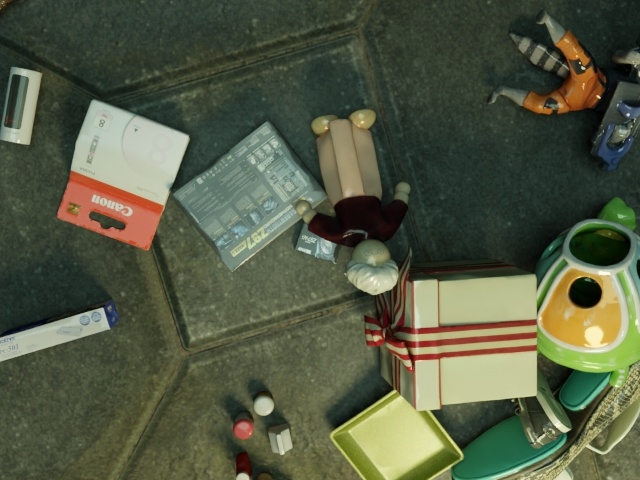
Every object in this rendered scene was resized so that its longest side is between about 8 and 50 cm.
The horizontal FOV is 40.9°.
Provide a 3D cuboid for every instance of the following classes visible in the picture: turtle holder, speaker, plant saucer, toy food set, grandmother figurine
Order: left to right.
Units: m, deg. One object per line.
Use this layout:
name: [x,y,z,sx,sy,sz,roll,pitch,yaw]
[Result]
speaker: [-0.544,-0.243,1.556,0.055,0.055,0.136,12,95,-4]
toy food set: [-0.105,0.411,1.613,0.111,0.104,0.232,-11,96,-2]
grandmother figurine: [0.061,-0.063,1.509,0.208,0.104,0.342,-14,65,2]
plant saucer: [0.146,0.385,1.643,0.188,0.045,0.188,-36,97,12]
turtle holder: [0.506,0.075,1.516,0.320,0.243,0.227,-29,132,-23]

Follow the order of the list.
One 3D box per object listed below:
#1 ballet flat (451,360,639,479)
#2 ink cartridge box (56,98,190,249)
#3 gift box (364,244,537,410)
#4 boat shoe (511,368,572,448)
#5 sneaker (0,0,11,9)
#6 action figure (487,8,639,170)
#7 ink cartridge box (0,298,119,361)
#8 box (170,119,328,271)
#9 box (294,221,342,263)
ballet flat: [0.477,0.358,1.626,0.483,0.164,0.182,-41,112,-1]
ink cartridge box: [-0.365,-0.119,1.578,0.189,0.066,0.232,20,90,-5]
gift box: [0.220,0.137,1.542,0.258,0.255,0.276,-5,92,-11]
boat shoe: [0.378,0.282,1.574,0.084,0.233,0.079,33,111,-24]
sneaker: [-0.607,-0.419,1.541,0.188,0.066,0.071,-14,113,3]
action figure: [0.517,-0.321,1.550,0.330,0.178,0.341,19,119,-9]
ink cartridge box: [-0.483,0.163,1.575,0.207,0.097,0.046,-17,96,-2]
box: [-0.130,-0.083,1.590,0.233,0.059,0.183,-39,96,0]
box: [0.000,0.000,1.624,0.083,0.018,0.067,19,94,-5]
